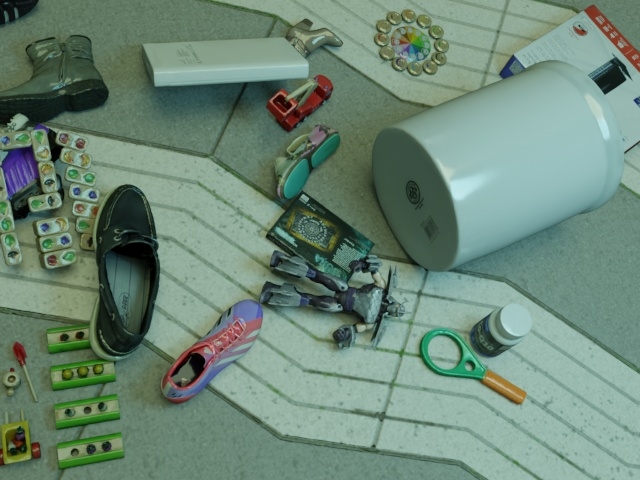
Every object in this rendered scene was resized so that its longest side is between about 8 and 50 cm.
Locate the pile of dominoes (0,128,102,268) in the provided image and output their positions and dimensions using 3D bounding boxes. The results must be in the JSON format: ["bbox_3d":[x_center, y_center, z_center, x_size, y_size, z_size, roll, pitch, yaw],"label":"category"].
[{"bbox_3d":[-0.484,-0.078,1.461,0.196,0.040,0.251,-14,97,-33],"label":"pile of dominoes"}]

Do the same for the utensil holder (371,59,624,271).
[{"bbox_3d":[0.340,-0.148,1.620,0.385,0.327,0.328,-22,74,-19],"label":"utensil holder"}]

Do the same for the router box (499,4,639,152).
[{"bbox_3d":[0.643,-0.356,1.918,0.301,0.082,0.335,-34,79,-24],"label":"router box"}]

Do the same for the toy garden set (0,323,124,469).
[{"bbox_3d":[-0.452,0.264,1.391,0.203,0.049,0.244,-7,69,-17],"label":"toy garden set"}]

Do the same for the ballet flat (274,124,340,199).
[{"bbox_3d":[-0.044,-0.164,1.673,0.079,0.077,0.221,22,53,24],"label":"ballet flat"}]

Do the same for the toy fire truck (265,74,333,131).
[{"bbox_3d":[-0.039,-0.294,1.689,0.047,0.135,0.192,43,64,6],"label":"toy fire truck"}]

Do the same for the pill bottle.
[{"bbox_3d":[0.351,0.174,1.583,0.078,0.137,0.078,5,66,-12],"label":"pill bottle"}]

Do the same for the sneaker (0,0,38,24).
[{"bbox_3d":[-0.722,-0.506,1.629,0.281,0.106,0.163,-26,72,-22],"label":"sneaker"}]

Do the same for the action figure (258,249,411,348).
[{"bbox_3d":[0.034,0.107,1.544,0.284,0.099,0.185,14,88,2],"label":"action figure"}]

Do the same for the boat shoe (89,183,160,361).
[{"bbox_3d":[-0.342,0.039,1.460,0.127,0.113,0.340,21,58,-30],"label":"boat shoe"}]

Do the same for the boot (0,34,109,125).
[{"bbox_3d":[-0.556,-0.322,1.614,0.246,0.083,0.161,-17,65,-26],"label":"boot"}]

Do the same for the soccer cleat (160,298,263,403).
[{"bbox_3d":[-0.188,0.193,1.462,0.083,0.095,0.248,43,64,7],"label":"soccer cleat"}]

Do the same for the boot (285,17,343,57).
[{"bbox_3d":[-0.019,-0.439,1.815,0.118,0.042,0.087,31,70,2],"label":"boot"}]

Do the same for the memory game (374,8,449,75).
[{"bbox_3d":[0.213,-0.463,1.895,0.186,0.012,0.186,5,66,-12],"label":"memory game"}]

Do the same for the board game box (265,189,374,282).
[{"bbox_3d":[0.000,0.000,1.632,0.186,0.026,0.126,37,64,3],"label":"board game box"}]

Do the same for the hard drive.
[{"bbox_3d":[-0.200,-0.370,1.673,0.307,0.040,0.203,-6,30,-16],"label":"hard drive"}]

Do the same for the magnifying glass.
[{"bbox_3d":[0.300,0.253,1.602,0.231,0.026,0.092,30,63,2],"label":"magnifying glass"}]

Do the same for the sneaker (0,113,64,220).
[{"bbox_3d":[-0.550,-0.089,1.492,0.146,0.102,0.293,23,65,-10],"label":"sneaker"}]
